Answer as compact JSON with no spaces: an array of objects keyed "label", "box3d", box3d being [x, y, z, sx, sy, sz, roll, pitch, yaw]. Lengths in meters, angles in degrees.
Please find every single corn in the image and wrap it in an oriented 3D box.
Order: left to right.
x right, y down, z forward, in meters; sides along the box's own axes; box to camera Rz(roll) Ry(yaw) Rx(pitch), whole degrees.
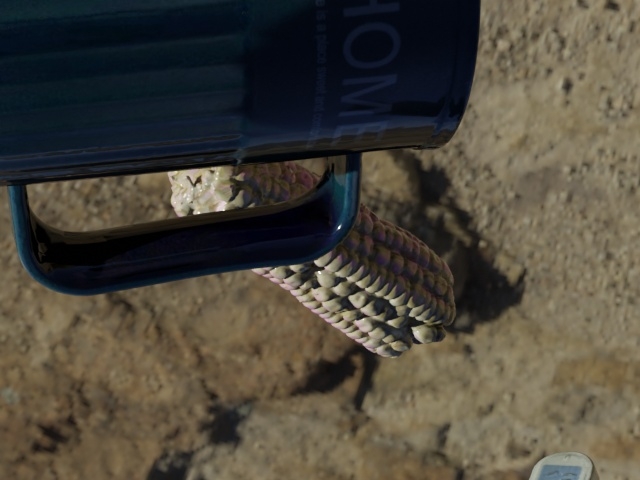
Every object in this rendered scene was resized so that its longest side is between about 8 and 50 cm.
[{"label":"corn","box3d":[-0.001,-0.001,1.314,0.127,0.126,0.335,-18,138,39]}]

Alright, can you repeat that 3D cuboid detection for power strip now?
[{"label":"power strip","box3d":[0.144,0.203,0.895,0.048,0.191,0.030,-1,122,25]}]

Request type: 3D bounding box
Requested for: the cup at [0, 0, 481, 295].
[{"label":"cup","box3d":[-0.088,-0.141,0.823,0.292,0.242,0.308,-8,153,-13]}]
